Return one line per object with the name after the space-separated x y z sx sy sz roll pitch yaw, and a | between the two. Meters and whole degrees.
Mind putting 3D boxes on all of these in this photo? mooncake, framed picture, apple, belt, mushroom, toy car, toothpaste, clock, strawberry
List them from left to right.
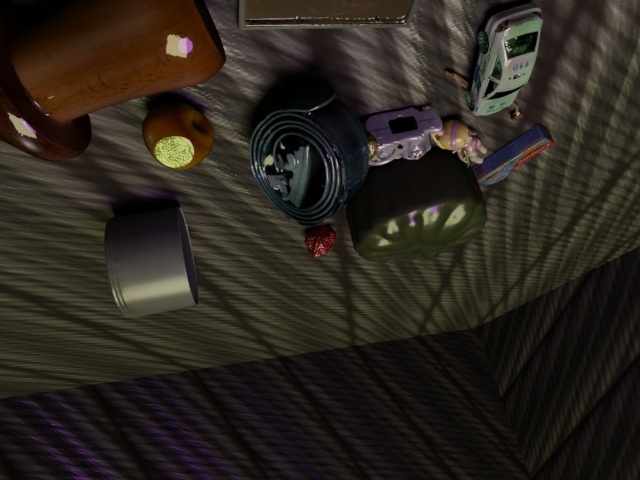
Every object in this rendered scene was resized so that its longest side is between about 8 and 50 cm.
-0.234 -0.177 0.807 0.102 0.099 0.114 -22 131 14 | apple
-0.017 -0.152 0.858 0.116 0.206 0.267 -45 171 -37 | belt
0.000 0.000 1.365 0.096 0.083 0.083 -29 153 15 | strawberry
0.025 -0.361 0.639 0.265 0.018 0.192 -7 156 -15 | framed picture
0.151 -0.199 0.991 0.176 0.080 0.117 -12 156 -6 | clock
0.246 -0.067 1.216 0.351 0.187 0.351 -10 155 -5 | mooncake
0.335 -0.292 0.969 0.286 0.028 0.026 11 -171 -43 | mushroom
0.322 -0.298 0.851 0.090 0.076 0.224 -19 150 -4 | toy car
0.478 -0.207 1.204 0.070 0.044 0.193 6 150 -42 | toothpaste

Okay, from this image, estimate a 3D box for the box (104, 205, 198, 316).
-0.364 0.046 1.069 0.149 0.226 0.226 -9 156 -9 | box

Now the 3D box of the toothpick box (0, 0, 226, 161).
-0.275 -0.222 0.585 0.294 0.192 0.192 -23 156 4 | toothpick box

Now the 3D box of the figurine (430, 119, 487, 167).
0.308 -0.213 1.066 0.083 0.083 0.187 -31 153 34 | figurine

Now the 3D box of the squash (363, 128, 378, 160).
0.028 -0.170 0.951 0.068 0.077 0.219 -32 -168 -35 | squash
